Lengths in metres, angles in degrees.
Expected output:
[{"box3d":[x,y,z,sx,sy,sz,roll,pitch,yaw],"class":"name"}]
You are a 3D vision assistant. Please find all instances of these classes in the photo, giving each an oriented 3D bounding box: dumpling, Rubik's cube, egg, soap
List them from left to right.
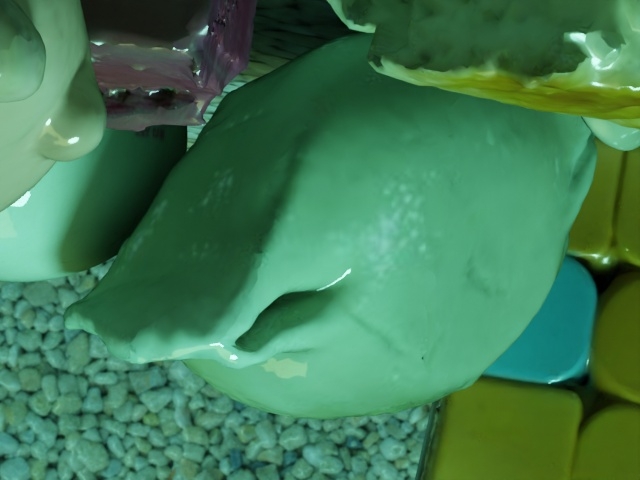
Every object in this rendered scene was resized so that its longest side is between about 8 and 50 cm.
[{"box3d":[-0.176,-0.133,0.942,0.289,0.112,0.182,10,171,6],"class":"soap"},{"box3d":[-0.174,-0.066,1.182,0.183,0.182,0.264,8,-179,18],"class":"egg"},{"box3d":[0.014,0.008,1.149,0.321,0.211,0.270,14,131,-38],"class":"dumpling"},{"box3d":[0.248,0.114,1.419,0.292,0.291,0.290,8,161,13],"class":"Rubik's cube"}]

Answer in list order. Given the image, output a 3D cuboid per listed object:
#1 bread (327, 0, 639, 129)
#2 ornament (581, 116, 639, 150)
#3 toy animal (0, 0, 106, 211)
[{"box3d":[0.164,-0.099,0.457,0.192,0.171,0.314,12,174,-36],"class":"bread"},{"box3d":[0.201,-0.083,0.991,0.156,0.081,0.075,1,127,57],"class":"ornament"},{"box3d":[-0.169,-0.108,0.638,0.230,0.221,0.210,7,169,19],"class":"toy animal"}]
